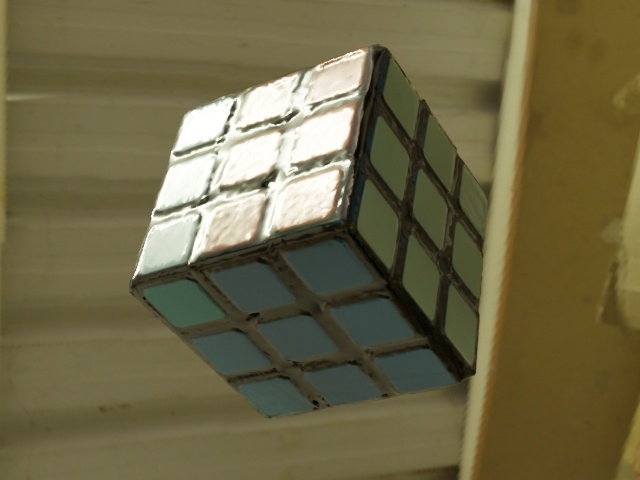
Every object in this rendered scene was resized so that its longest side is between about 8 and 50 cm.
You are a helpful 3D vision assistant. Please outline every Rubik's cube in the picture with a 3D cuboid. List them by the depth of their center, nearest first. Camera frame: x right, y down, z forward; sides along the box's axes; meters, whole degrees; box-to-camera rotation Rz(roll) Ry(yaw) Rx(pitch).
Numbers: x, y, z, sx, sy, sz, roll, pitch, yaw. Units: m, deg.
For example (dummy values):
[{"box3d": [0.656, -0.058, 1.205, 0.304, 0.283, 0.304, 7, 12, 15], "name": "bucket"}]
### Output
[{"box3d": [0.000, 0.000, 0.719, 0.162, 0.161, 0.163, 49, -142, -39], "name": "Rubik's cube"}]
